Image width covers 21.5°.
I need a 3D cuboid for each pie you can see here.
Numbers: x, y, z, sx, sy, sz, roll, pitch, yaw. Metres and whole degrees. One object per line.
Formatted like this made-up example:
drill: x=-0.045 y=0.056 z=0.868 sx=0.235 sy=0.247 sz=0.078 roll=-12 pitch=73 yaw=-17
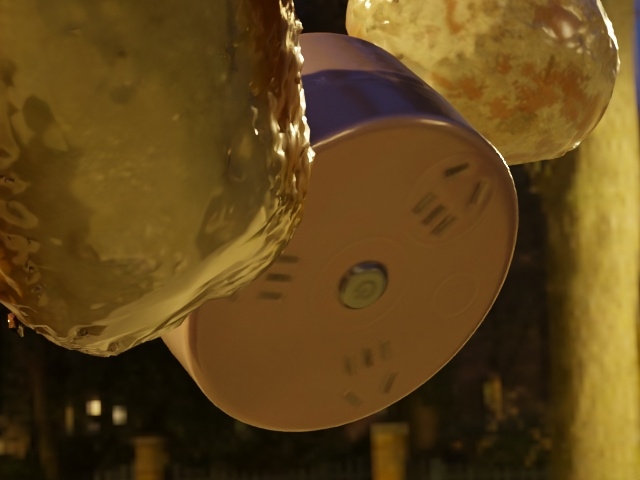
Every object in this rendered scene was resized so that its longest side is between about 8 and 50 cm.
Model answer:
pie: x=-0.061 y=-0.124 z=0.490 sx=0.092 sy=0.315 sz=0.315 roll=-8 pitch=-9 yaw=0

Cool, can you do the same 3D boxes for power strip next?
power strip: x=0.000 y=0.000 z=0.681 sx=0.154 sy=0.154 sz=0.078 roll=4 pitch=28 yaw=-36

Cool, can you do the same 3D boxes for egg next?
egg: x=0.128 y=-0.154 z=1.324 sx=0.233 sy=0.195 sz=0.195 roll=31 pitch=-25 yaw=-29
